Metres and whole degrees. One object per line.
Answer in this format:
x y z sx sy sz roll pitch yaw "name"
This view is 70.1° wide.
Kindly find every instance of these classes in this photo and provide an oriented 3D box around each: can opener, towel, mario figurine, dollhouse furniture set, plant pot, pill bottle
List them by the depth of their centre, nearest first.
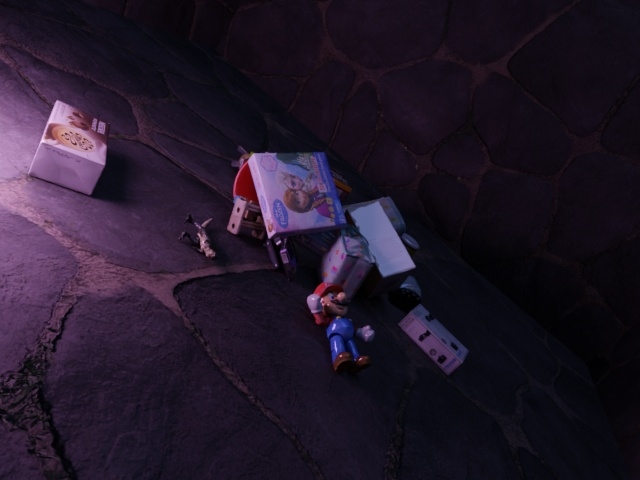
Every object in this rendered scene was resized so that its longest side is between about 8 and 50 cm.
0.069 0.259 1.491 0.198 0.170 0.320 67 1 -52 "mario figurine"
-0.175 0.040 1.717 0.059 0.073 0.186 32 30 -38 "can opener"
-0.301 -0.095 1.739 0.130 0.128 0.184 14 8 -45 "dollhouse furniture set"
-0.187 -0.204 1.937 0.275 0.275 0.243 50 14 27 "plant pot"
0.391 0.073 2.316 0.117 0.215 0.117 32 23 -15 "pill bottle"
0.254 -0.108 2.398 0.374 0.321 0.090 -99 175 -64 "towel"

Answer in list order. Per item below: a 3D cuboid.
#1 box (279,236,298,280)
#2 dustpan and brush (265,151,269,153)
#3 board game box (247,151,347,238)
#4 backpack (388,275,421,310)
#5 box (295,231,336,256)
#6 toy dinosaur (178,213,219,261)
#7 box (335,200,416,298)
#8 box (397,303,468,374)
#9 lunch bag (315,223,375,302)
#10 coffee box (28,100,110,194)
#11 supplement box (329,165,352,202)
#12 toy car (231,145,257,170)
-0.117 0.059 1.715 0.162 0.029 0.115 -90 164 -64 "box"
-0.230 -0.420 2.540 0.211 0.060 0.147 28 24 -24 "dustpan and brush"
-0.084 -0.180 1.729 0.318 0.066 0.318 -9 75 -32 "board game box"
0.399 0.237 2.142 0.152 0.115 0.182 30 20 -13 "backpack"
0.000 0.000 2.063 0.233 0.059 0.183 33 23 -13 "box"
-0.396 -0.020 1.491 0.118 0.064 0.268 32 19 -32 "toy dinosaur"
0.227 0.039 1.965 0.169 0.215 0.345 -15 64 -21 "box"
0.483 0.415 1.950 0.290 0.087 0.169 45 22 17 "box"
0.089 0.080 1.816 0.160 0.223 0.262 19 26 -19 "lunch bag"
-0.748 -0.284 1.379 0.168 0.118 0.297 22 27 -33 "coffee box"
0.042 -0.277 2.499 0.129 0.194 0.191 25 25 -32 "supplement box"
-0.349 -0.362 2.137 0.188 0.154 0.149 39 19 29 "toy car"
